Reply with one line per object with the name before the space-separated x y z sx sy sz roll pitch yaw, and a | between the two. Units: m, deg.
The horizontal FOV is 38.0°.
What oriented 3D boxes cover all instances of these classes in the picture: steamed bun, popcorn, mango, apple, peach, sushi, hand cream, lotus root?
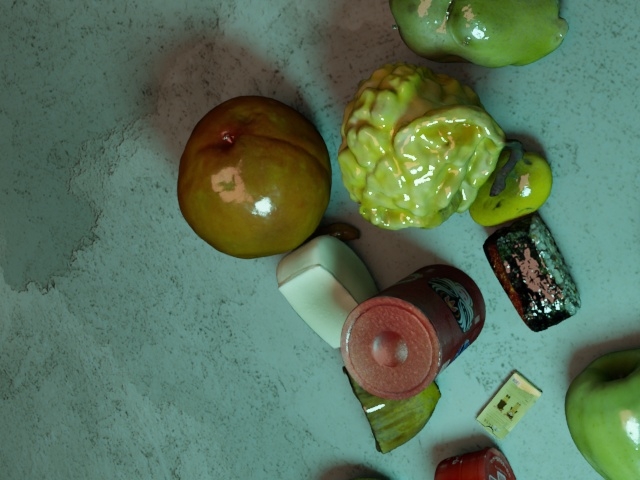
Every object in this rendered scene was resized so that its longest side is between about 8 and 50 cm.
steamed bun | 0.021 0.097 2.018 0.146 0.164 0.241 -28 118 25
popcorn | 0.213 -0.181 1.786 0.382 0.349 0.349 10 103 35
mango | 0.376 -0.100 1.869 0.137 0.098 0.195 50 118 14
apple | 0.610 0.340 1.772 0.279 0.279 0.279 4 101 24
peach | -0.142 -0.133 1.958 0.343 0.301 0.343 -4 60 6
sushi | 0.428 0.062 1.857 0.126 0.136 0.225 -33 78 23
hand cream | 0.332 0.539 1.951 0.125 0.193 0.193 -21 90 25
lotus root | 0.162 0.334 2.029 0.180 0.199 0.188 -26 128 -3

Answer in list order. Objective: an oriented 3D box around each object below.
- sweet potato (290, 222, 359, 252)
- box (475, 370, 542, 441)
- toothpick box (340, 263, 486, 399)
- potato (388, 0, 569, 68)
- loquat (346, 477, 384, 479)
sweet potato | -0.001 -0.001 2.086 0.182 0.054 0.053 -22 81 28
box | 0.400 0.354 1.981 0.073 0.020 0.149 40 113 12
toothpick box | 0.194 0.175 1.871 0.204 0.333 0.204 5 101 25
potato | 0.304 -0.444 1.796 0.351 0.202 0.218 12 93 9
loquat | 0.107 0.627 2.064 0.213 0.213 0.213 4 101 24
